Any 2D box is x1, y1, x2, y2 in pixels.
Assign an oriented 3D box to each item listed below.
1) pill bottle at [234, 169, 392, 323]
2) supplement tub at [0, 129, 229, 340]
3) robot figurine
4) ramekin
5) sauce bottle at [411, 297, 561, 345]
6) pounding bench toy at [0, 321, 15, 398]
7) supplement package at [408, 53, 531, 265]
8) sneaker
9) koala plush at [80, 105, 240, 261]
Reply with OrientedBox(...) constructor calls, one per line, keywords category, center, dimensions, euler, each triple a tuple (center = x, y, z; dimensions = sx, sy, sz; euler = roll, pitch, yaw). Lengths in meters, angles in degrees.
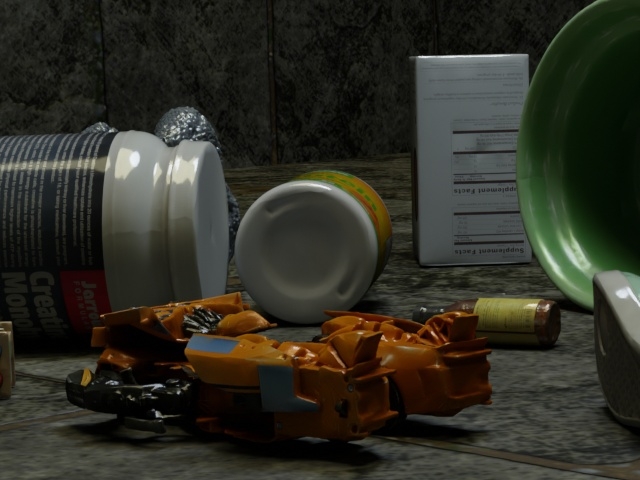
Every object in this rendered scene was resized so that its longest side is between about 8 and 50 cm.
OrientedBox(category="pill bottle", center=(0.000, 0.000, 1.951), dimensions=(0.136, 0.136, 0.246), euler=(-1, 6, 7))
OrientedBox(category="supplement tub", center=(-0.232, -0.003, 1.797), dimensions=(0.272, 0.191, 0.191), euler=(-2, 6, 8))
OrientedBox(category="robot figurine", center=(-0.037, 0.086, 1.367), dimensions=(0.291, 0.085, 0.211), euler=(3, 7, 40))
OrientedBox(category="ramekin", center=(0.335, -0.078, 1.875), dimensions=(0.148, 0.303, 0.303), euler=(3, 2, -32))
OrientedBox(category="sauce bottle", center=(0.142, 0.069, 1.692), dimensions=(0.128, 0.042, 0.042), euler=(3, 7, 25))
OrientedBox(category="pounding bench toy", center=(-0.282, 0.095, 1.531), dimensions=(0.083, 0.052, 0.065), euler=(-3, 6, -5))
OrientedBox(category="supplement package", center=(0.176, -0.098, 2.329), dimensions=(0.134, 0.244, 0.139), euler=(-1, 5, -1))
OrientedBox(category="sneaker", center=(0.274, 0.076, 1.305), dimensions=(0.151, 0.094, 0.256), euler=(-9, 16, -8))
OrientedBox(category="koala plush", center=(-0.211, -0.002, 2.059), dimensions=(0.196, 0.203, 0.221), euler=(-9, 21, 40))
